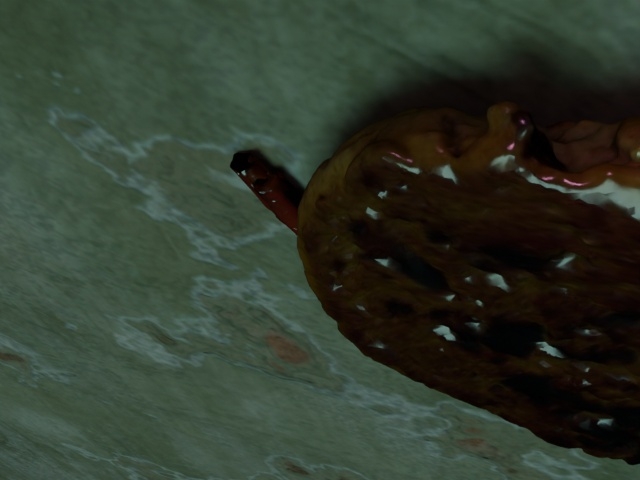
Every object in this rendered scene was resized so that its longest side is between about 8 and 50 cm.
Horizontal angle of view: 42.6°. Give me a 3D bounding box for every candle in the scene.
[{"bbox_3d":[0.000,0.001,0.541,0.026,0.021,0.167,-6,141,39],"label":"candle"}]

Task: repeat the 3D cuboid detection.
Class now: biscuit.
[{"bbox_3d":[0.148,0.033,0.451,0.334,0.081,0.289,27,151,-4],"label":"biscuit"}]
